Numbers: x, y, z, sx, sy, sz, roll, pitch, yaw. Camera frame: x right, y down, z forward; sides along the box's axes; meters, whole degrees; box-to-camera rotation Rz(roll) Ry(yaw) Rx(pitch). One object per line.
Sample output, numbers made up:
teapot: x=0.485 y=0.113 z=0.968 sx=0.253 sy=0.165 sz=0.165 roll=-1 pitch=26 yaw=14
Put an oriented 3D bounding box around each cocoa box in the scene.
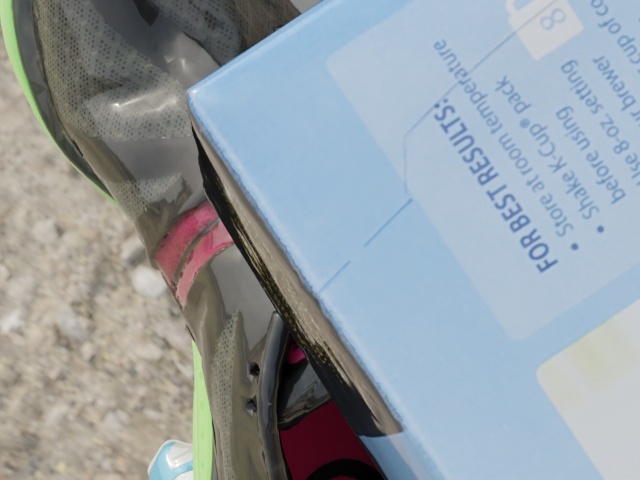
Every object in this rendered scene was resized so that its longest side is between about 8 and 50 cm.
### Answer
cocoa box: x=0.146 y=0.053 z=0.528 sx=0.231 sy=0.228 sz=0.347 roll=-33 pitch=86 yaw=-4

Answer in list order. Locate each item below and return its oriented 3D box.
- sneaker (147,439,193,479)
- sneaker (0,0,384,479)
sneaker: x=-0.005 y=0.142 z=1.147 sx=0.229 sy=0.087 sz=0.092 roll=-15 pitch=54 yaw=-39
sneaker: x=0.000 y=0.000 z=0.802 sx=0.185 sy=0.202 sz=0.483 roll=-23 pitch=98 yaw=-28
